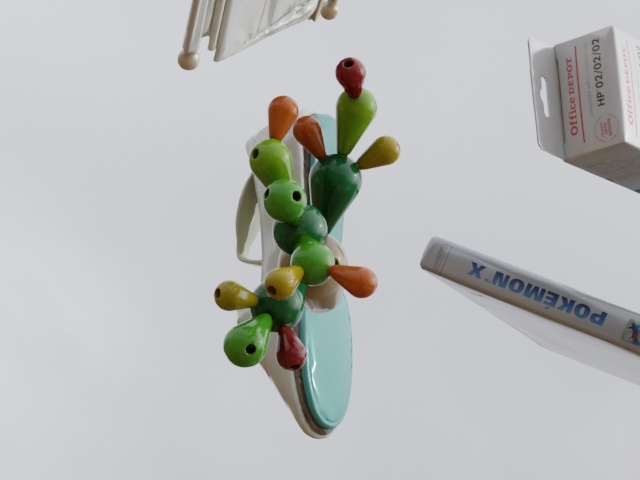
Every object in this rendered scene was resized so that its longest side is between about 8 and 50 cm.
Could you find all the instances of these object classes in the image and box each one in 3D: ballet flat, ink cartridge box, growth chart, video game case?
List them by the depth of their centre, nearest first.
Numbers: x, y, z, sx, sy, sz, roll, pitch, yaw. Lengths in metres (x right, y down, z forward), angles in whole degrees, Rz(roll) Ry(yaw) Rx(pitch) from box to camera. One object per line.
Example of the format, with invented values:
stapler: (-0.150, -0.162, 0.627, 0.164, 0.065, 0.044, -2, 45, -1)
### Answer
growth chart: (-0.024, -0.211, 1.266, 0.021, 0.237, 0.172, 30, -59, 19)
ink cartridge box: (0.248, -0.108, 1.454, 0.061, 0.104, 0.181, -17, -22, 37)
video game case: (0.279, 0.099, 1.584, 0.300, 0.036, 0.329, 22, -5, 31)
ballet flat: (-0.036, 0.042, 2.048, 0.139, 0.400, 0.139, 0, -19, 0)

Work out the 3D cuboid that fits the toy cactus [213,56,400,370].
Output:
toy cactus: (0.000, 0.000, 1.211, 0.112, 0.219, 0.180, 9, -22, 11)
